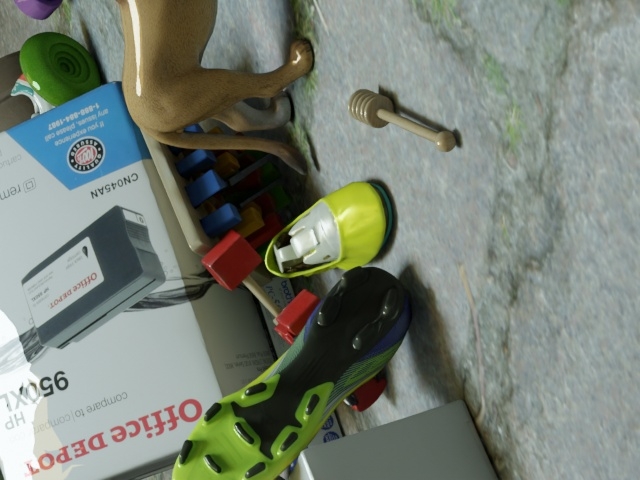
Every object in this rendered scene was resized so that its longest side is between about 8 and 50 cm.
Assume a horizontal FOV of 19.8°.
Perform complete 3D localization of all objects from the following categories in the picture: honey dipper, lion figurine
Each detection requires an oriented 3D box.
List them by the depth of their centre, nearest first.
[{"bbox_3d":[0.073,-0.103,1.593,0.160,0.030,0.030,28,131,59],"label":"honey dipper"},{"bbox_3d":[-0.146,-0.226,1.776,0.142,0.240,0.392,-162,58,-67],"label":"lion figurine"}]

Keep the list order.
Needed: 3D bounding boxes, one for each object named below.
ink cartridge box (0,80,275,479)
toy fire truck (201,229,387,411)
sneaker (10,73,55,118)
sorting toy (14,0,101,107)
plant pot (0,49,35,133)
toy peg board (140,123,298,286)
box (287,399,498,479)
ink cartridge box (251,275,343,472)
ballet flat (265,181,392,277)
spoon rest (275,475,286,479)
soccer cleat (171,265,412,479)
[{"bbox_3d":[-0.239,0.063,1.995,0.166,0.285,0.395,2,-112,-69],"label":"ink cartridge box"},{"bbox_3d":[-0.025,0.082,1.830,0.192,0.047,0.135,51,167,-32],"label":"toy fire truck"},{"bbox_3d":[-0.366,-0.177,2.578,0.161,0.075,0.057,47,166,-19],"label":"sneaker"},{"bbox_3d":[-0.318,-0.238,2.495,0.126,0.127,0.365,-39,62,37],"label":"sorting toy"},{"bbox_3d":[-0.424,-0.114,2.673,0.229,0.263,0.263,49,154,12],"label":"plant pot"},{"bbox_3d":[-0.093,-0.055,1.913,0.160,0.079,0.161,32,-151,-60],"label":"toy peg board"},{"bbox_3d":[0.063,0.331,1.737,0.345,0.168,0.215,113,137,-59],"label":"box"},{"bbox_3d":[-0.034,0.149,2.044,0.097,0.046,0.207,137,115,-70],"label":"ink cartridge box"},{"bbox_3d":[0.000,0.000,1.791,0.077,0.077,0.231,71,160,4],"label":"ballet flat"},{"bbox_3d":[-0.074,0.285,2.137,0.137,0.084,0.276,-112,5,-52],"label":"spoon rest"},{"bbox_3d":[-0.018,0.148,1.689,0.093,0.289,0.121,37,165,23],"label":"soccer cleat"}]
